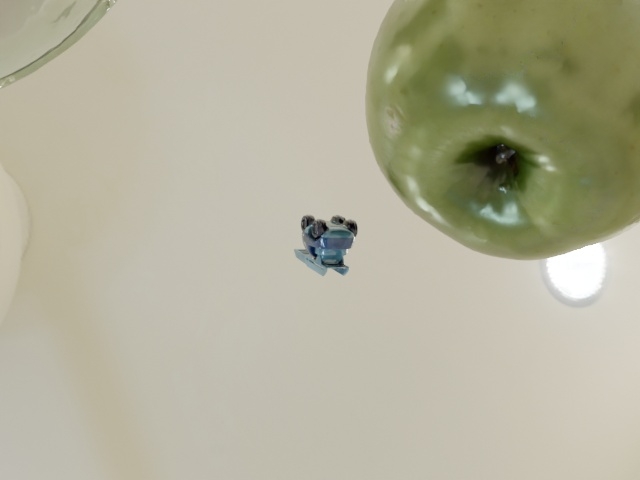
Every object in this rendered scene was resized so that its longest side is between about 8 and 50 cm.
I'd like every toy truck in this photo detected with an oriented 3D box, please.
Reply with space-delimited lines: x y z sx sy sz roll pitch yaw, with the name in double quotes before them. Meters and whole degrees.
"toy truck" 0.000 0.000 0.880 0.063 0.136 0.074 0 -79 -20

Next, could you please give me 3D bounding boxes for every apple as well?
"apple" 0.223 -0.164 0.720 0.357 0.357 0.357 0 -88 -9

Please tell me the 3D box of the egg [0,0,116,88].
"egg" -0.215 -0.229 0.338 0.278 0.278 0.336 -7 -107 -8
